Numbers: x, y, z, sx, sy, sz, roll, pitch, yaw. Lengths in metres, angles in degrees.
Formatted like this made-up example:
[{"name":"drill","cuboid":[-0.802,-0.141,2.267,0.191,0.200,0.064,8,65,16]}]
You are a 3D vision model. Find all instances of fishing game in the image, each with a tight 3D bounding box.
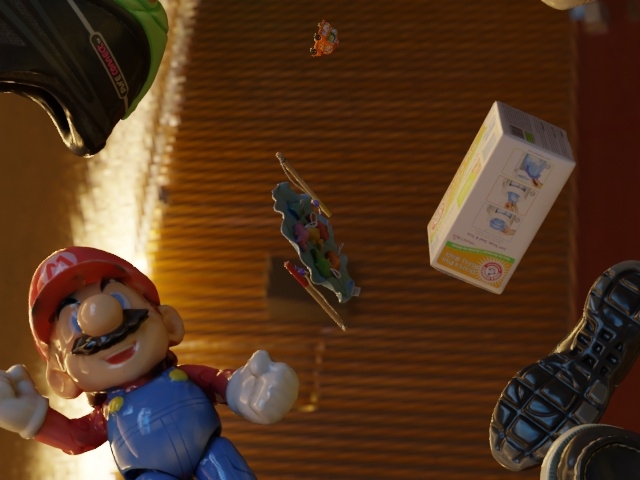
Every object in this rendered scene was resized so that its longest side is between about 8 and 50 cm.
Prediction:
[{"name":"fishing game","cuboid":[0.000,0.000,2.010,0.189,0.041,0.264,50,-161,-29]}]

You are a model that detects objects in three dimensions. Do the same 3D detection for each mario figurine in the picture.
[{"name":"mario figurine","cuboid":[-0.148,0.129,1.210,0.198,0.170,0.320,-7,-127,-46]}]

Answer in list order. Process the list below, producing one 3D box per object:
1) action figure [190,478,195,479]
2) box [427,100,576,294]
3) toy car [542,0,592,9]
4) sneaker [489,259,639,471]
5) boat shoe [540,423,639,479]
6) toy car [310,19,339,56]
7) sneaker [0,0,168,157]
[{"name":"action figure","cuboid":[-0.068,0.318,1.431,0.275,0.141,0.164,58,-172,-7]},{"name":"box","cuboid":[0.224,-0.053,1.884,0.114,0.103,0.203,-87,21,-64]},{"name":"toy car","cuboid":[0.234,-0.299,1.399,0.182,0.136,0.159,-18,-85,-29]},{"name":"sneaker","cuboid":[0.283,0.147,1.589,0.267,0.101,0.106,-47,-25,-12]},{"name":"boat shoe","cuboid":[0.280,0.245,0.936,0.340,0.127,0.113,53,161,6]},{"name":"toy car","cuboid":[0.016,-0.334,2.383,0.122,0.040,0.060,-70,-1,-59]},{"name":"sneaker","cuboid":[-0.366,-0.194,1.234,0.185,0.483,0.202,-173,100,-73]}]
